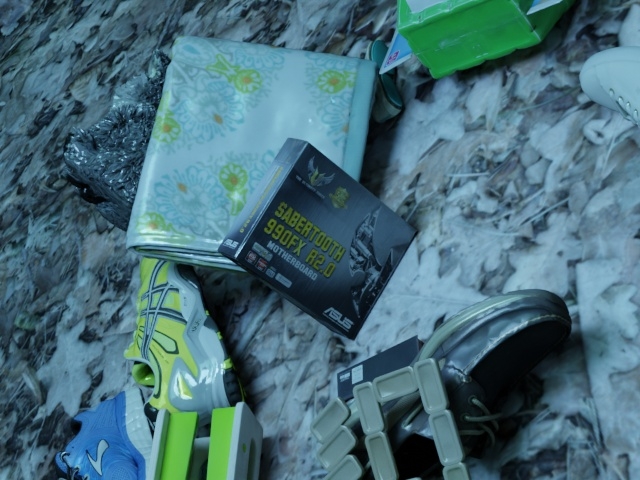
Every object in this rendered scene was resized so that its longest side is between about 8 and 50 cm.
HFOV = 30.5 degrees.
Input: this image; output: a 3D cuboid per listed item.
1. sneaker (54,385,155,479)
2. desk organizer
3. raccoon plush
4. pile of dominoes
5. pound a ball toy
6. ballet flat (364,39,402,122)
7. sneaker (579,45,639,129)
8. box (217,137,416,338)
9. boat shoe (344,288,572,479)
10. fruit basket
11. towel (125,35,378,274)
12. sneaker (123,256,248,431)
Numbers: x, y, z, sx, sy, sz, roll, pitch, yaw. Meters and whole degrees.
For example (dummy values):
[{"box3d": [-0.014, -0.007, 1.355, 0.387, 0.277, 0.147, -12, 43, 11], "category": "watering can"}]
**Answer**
[{"box3d": [-0.292, 0.346, 1.664, 0.147, 0.129, 0.330, -18, 30, -8], "category": "sneaker"}, {"box3d": [0.087, 0.175, 1.495, 0.130, 0.050, 0.047, -29, 42, 28], "category": "desk organizer"}, {"box3d": [-0.234, -0.144, 2.066, 0.446, 0.216, 0.299, 29, 67, 25], "category": "raccoon plush"}, {"box3d": [0.092, 0.277, 1.315, 0.196, 0.040, 0.251, -24, 74, 34], "category": "pile of dominoes"}, {"box3d": [-0.114, 0.374, 1.509, 0.208, 0.135, 0.319, -7, 51, 13], "category": "pound a ball toy"}, {"box3d": [0.089, -0.251, 1.847, 0.052, 0.057, 0.168, -41, 36, 31], "category": "ballet flat"}, {"box3d": [0.400, -0.147, 1.378, 0.123, 0.106, 0.290, -55, 38, -8], "category": "sneaker"}, {"box3d": [0.000, 0.000, 1.584, 0.056, 0.231, 0.183, 20, 75, 56], "category": "box"}, {"box3d": [0.158, 0.195, 1.359, 0.355, 0.132, 0.130, -43, 46, 27], "category": "boat shoe"}, {"box3d": [0.246, -0.418, 1.727, 0.327, 0.165, 0.353, -14, 47, 40], "category": "fruit basket"}, {"box3d": [-0.096, -0.123, 1.732, 0.321, 0.090, 0.374, 10, 69, 3], "category": "towel"}, {"box3d": [-0.232, 0.133, 1.764, 0.147, 0.145, 0.384, -23, 36, -7], "category": "sneaker"}]
